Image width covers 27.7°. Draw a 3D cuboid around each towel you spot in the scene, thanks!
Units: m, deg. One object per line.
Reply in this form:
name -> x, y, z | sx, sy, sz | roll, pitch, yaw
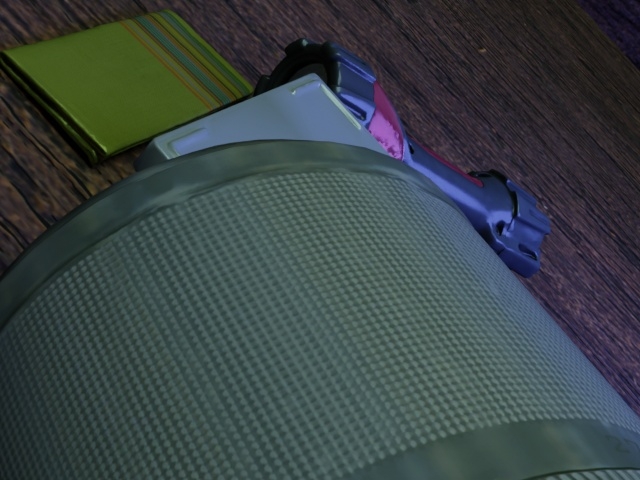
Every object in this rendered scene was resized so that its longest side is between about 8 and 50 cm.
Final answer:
towel -> -0.134, -0.117, 0.943 | 0.102, 0.021, 0.237 | 43, 26, 4

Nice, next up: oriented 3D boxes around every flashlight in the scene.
flashlight -> 0.077, -0.065, 1.110 | 0.103, 0.103, 0.304 | 11, -11, 47

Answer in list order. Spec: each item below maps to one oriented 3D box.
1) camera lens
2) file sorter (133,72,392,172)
camera lens -> 0.008, 0.116, 0.415 | 0.219, 0.219, 0.274 | 22, 23, -42
file sorter -> -0.001, 0.082, 0.687 | 0.277, 0.173, 0.193 | 48, 27, 3
